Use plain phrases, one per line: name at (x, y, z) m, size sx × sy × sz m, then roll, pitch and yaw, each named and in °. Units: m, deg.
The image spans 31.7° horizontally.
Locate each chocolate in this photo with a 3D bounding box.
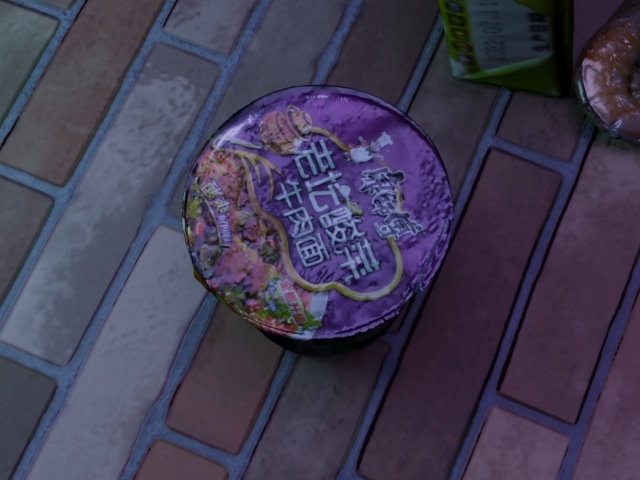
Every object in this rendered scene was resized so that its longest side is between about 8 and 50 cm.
chocolate at (0.192, -0.342, 1.184) m, size 0.137 × 0.289 × 0.300 m, roll -3°, pitch 69°, yaw 11°

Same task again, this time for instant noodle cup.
instant noodle cup at (0.000, 0.000, 1.108) m, size 0.251 × 0.190 × 0.251 m, roll -1°, pitch 70°, yaw 2°

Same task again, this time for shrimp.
shrimp at (0.371, -0.208, 1.253) m, size 0.143 × 0.052 × 0.251 m, roll 38°, pitch 72°, yaw -6°
